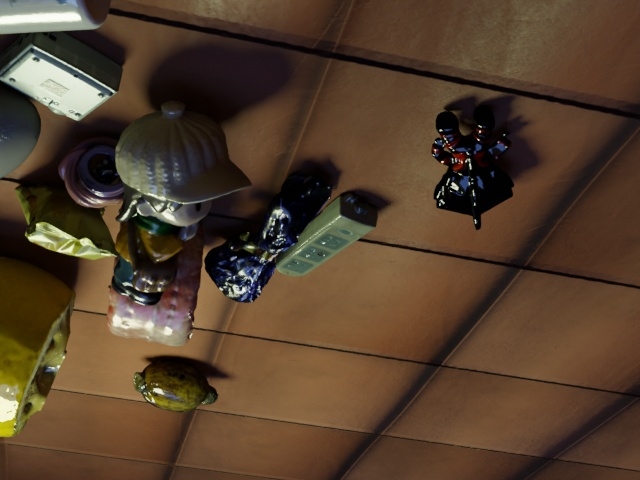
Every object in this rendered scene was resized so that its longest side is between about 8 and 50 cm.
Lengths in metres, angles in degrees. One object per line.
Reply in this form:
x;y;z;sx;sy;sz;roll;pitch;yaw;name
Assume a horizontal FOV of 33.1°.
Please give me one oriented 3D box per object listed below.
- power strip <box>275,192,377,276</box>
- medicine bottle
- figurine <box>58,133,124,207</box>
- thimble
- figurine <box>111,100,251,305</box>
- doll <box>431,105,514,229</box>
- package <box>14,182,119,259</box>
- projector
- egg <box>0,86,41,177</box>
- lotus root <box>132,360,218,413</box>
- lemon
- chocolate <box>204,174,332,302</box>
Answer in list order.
0.000;-0.002;1.976;0.080;0.048;0.286;21;147;-26;power strip
-0.396;-0.331;1.365;0.237;0.139;0.139;0;150;10;medicine bottle
-0.373;-0.098;1.787;0.126;0.114;0.157;29;146;-11;figurine
-0.300;0.065;1.946;0.162;0.239;0.239;8;150;-9;thimble
-0.259;-0.061;1.697;0.204;0.185;0.332;36;123;-8;figurine
0.244;-0.113;1.725;0.127;0.088;0.248;13;146;27;doll
-0.438;-0.033;1.848;0.168;0.226;0.090;17;103;-23;package
-0.386;-0.244;1.588;0.147;0.061;0.115;28;144;-34;projector
-0.520;-0.163;1.656;0.199;0.146;0.146;-16;145;18;egg
-0.339;0.343;2.550;0.210;0.120;0.120;15;148;-20;lotus root
-0.671;0.188;2.106;0.364;0.364;0.364;3;150;2;lemon
-0.090;-0.005;1.899;0.148;0.126;0.343;-6;157;-35;chocolate
